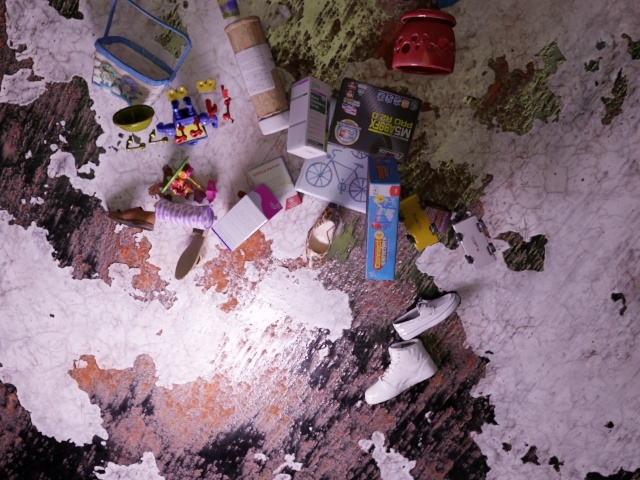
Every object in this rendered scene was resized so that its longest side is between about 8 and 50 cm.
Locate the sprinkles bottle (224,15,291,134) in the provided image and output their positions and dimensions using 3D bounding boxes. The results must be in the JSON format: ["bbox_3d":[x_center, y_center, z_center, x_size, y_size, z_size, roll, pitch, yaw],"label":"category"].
[{"bbox_3d":[-0.191,-0.525,1.702,0.121,0.121,0.355,-18,104,6],"label":"sprinkles bottle"}]

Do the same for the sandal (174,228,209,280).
[{"bbox_3d":[-0.432,0.039,1.887,0.088,0.079,0.240,20,88,37],"label":"sandal"}]

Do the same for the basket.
[{"bbox_3d":[-0.566,-0.569,1.658,0.255,0.201,0.289,30,113,-6],"label":"basket"}]

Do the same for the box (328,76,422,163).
[{"bbox_3d":[0.174,-0.386,1.726,0.270,0.060,0.216,15,94,-7],"label":"box"}]

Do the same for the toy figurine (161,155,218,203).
[{"bbox_3d":[-0.438,-0.179,1.818,0.159,0.130,0.173,36,125,-18],"label":"toy figurine"}]

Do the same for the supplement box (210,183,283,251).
[{"bbox_3d":[-0.248,-0.076,1.782,0.114,0.111,0.220,49,127,-3],"label":"supplement box"}]

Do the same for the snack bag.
[{"bbox_3d":[0.112,-0.282,1.781,0.323,0.037,0.342,17,95,-7],"label":"snack bag"}]

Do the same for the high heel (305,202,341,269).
[{"bbox_3d":[0.000,0.000,1.806,0.093,0.186,0.261,19,105,-4],"label":"high heel"}]

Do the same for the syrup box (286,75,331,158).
[{"bbox_3d":[-0.036,-0.390,1.688,0.093,0.096,0.236,14,76,-42],"label":"syrup box"}]

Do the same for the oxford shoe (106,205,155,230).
[{"bbox_3d":[-0.653,-0.084,1.843,0.212,0.076,0.076,9,78,25],"label":"oxford shoe"}]

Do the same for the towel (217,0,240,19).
[{"bbox_3d":[-0.299,-0.760,1.700,0.060,0.009,0.083,-16,104,5],"label":"towel"}]

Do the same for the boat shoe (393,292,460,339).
[{"bbox_3d":[0.381,0.261,1.917,0.258,0.095,0.084,-38,105,9],"label":"boat shoe"}]

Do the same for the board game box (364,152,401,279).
[{"bbox_3d":[0.185,-0.083,1.629,0.086,0.308,0.302,1,114,3],"label":"board game box"}]

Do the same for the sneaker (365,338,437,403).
[{"bbox_3d":[0.270,0.476,1.978,0.292,0.108,0.169,-29,101,-1],"label":"sneaker"}]

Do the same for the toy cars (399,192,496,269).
[{"bbox_3d":[0.406,-0.038,1.737,0.394,0.087,0.176,19,112,-8],"label":"toy cars"}]

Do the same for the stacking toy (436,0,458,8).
[{"bbox_3d":[0.351,-0.881,1.598,0.175,0.166,0.302,-35,87,14],"label":"stacking toy"}]

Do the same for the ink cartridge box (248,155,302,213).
[{"bbox_3d":[-0.153,-0.187,1.818,0.127,0.072,0.175,-22,104,7],"label":"ink cartridge box"}]

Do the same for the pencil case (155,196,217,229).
[{"bbox_3d":[-0.466,-0.093,1.822,0.206,0.086,0.088,9,100,14],"label":"pencil case"}]

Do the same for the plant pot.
[{"bbox_3d":[0.328,-0.611,1.636,0.191,0.191,0.174,8,102,-1],"label":"plant pot"}]

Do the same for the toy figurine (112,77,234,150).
[{"bbox_3d":[-0.449,-0.347,1.709,0.363,0.217,0.191,-20,70,-11],"label":"toy figurine"}]

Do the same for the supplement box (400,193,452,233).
[{"bbox_3d":[0.343,-0.095,1.816,0.188,0.104,0.080,16,106,-3],"label":"supplement box"}]
